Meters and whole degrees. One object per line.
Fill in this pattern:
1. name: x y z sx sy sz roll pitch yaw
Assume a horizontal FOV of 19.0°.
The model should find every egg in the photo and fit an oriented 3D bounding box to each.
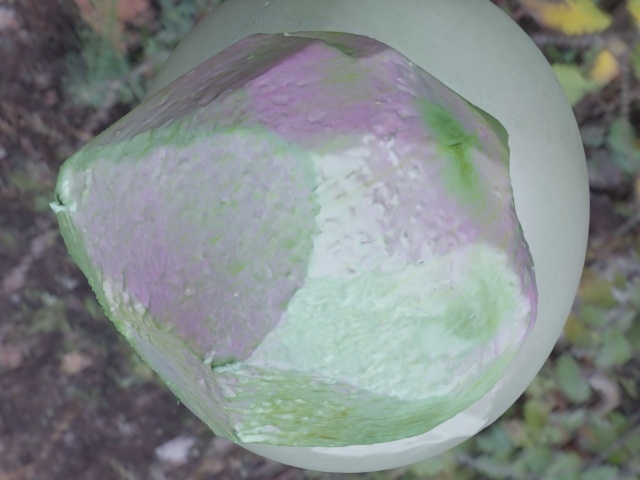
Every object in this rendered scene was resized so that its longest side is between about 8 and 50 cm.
1. egg: 0.012 -0.007 0.867 0.219 0.219 0.269 -20 144 -15

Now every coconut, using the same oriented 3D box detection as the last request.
1. coconut: 0.000 0.000 0.349 0.081 0.082 0.083 -30 152 -21
